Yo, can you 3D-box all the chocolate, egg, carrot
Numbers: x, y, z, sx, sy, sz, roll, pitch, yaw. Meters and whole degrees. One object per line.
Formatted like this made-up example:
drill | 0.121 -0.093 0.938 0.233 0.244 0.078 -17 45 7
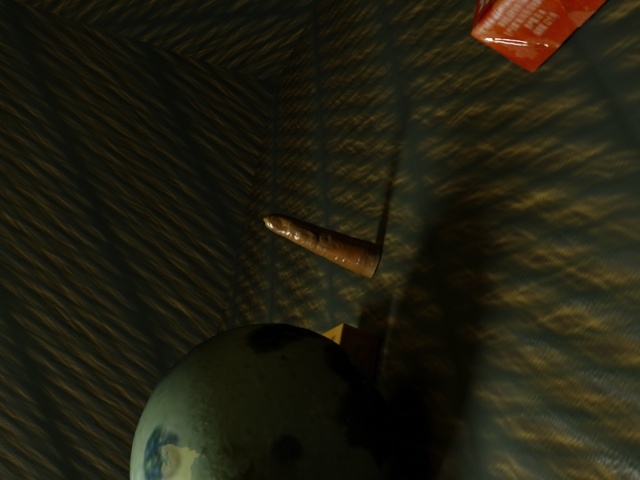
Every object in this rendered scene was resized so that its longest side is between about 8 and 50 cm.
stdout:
chocolate | 0.275 -0.356 1.429 0.235 0.108 0.237 132 151 -71
egg | -0.079 0.290 1.564 0.428 0.345 0.345 -44 -23 -67
carrot | 0.000 0.000 2.041 0.061 0.209 0.061 -159 90 -79

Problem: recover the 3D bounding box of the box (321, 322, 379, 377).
box | 0.000 0.284 1.879 0.174 0.076 0.274 -34 39 56
